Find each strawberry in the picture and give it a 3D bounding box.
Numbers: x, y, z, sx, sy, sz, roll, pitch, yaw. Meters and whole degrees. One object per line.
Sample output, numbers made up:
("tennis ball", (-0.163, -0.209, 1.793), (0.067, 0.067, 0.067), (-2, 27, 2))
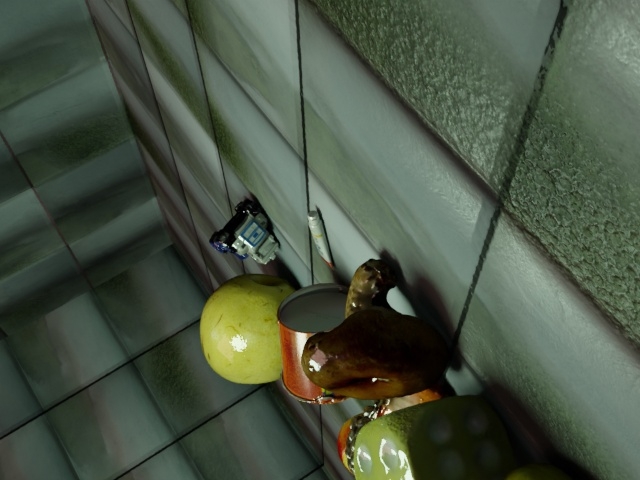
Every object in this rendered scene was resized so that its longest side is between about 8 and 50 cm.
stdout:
("strawberry", (0.222, 0.378, 1.692), (0.236, 0.190, 0.111), (48, -155, -1))

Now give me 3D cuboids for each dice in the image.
("dice", (0.211, 0.428, 1.473), (0.233, 0.226, 0.238), (-48, 53, 55))

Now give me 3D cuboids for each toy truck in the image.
("toy truck", (-0.205, -0.005, 2.295), (0.177, 0.161, 0.213), (42, 167, -11))

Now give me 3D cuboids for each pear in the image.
("pear", (0.364, 0.442, 1.307), (0.162, 0.148, 0.149), (13, 132, 63))
("pear", (-0.192, 0.260, 2.371), (0.348, 0.348, 0.348), (53, 163, 23))

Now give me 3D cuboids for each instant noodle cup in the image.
("instant noodle cup", (0.008, 0.234, 1.884), (0.250, 0.250, 0.192), (39, 147, 52))

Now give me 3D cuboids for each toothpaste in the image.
("toothpaste", (0.000, 0.000, 1.847), (0.048, 0.031, 0.190), (43, 161, 37))

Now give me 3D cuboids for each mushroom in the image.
("mushroom", (0.113, 0.207, 1.543), (0.267, 0.254, 0.267), (17, 135, 17))

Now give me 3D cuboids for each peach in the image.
("peach", (0.141, 0.567, 2.158), (0.190, 0.190, 0.192), (81, 172, -53))

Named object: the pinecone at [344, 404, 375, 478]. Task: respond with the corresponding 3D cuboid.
("pinecone", (0.179, 0.487, 1.826), (0.224, 0.224, 0.272), (44, -179, 43))
